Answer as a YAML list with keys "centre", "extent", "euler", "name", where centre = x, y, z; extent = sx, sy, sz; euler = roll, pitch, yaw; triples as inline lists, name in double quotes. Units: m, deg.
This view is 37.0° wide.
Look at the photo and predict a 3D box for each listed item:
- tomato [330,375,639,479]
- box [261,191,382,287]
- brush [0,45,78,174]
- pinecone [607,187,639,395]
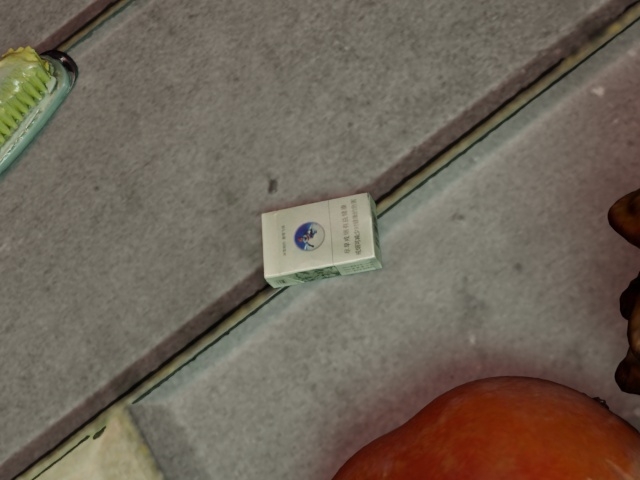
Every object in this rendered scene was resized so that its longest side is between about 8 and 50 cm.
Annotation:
- centre: [0.078, 0.179, 0.506]
  extent: [0.228, 0.112, 0.199]
  euler: [-52, 54, 9]
  name: "tomato"
- centre: [0.000, 0.000, 0.690]
  extent: [0.083, 0.024, 0.054]
  euler: [-11, 66, 14]
  name: "box"
- centre: [-0.319, -0.057, 0.810]
  extent: [0.068, 0.060, 0.296]
  euler: [30, 79, 26]
  name: "brush"
- centre: [0.264, 0.047, 0.431]
  extent: [0.242, 0.298, 0.295]
  euler: [-2, 101, 50]
  name: "pinecone"
